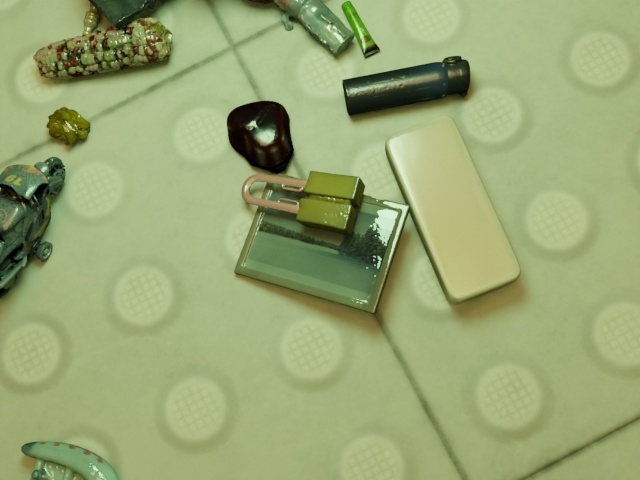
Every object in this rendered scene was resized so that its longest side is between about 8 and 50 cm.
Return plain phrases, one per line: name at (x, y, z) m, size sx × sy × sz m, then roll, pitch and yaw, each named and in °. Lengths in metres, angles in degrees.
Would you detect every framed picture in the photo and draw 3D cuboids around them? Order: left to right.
framed picture at (0.000, 0.000, 1.451) m, size 0.289 × 0.016 × 0.213 m, roll 16°, pitch 79°, yaw 21°

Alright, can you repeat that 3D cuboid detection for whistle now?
whistle at (-0.076, -0.505, 1.549) m, size 0.346 × 0.134 × 0.142 m, roll 45°, pitch 100°, yaw 4°

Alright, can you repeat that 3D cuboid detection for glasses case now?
glasses case at (0.241, -0.057, 1.444) m, size 0.144 × 0.076 × 0.336 m, roll -20°, pitch 77°, yaw 0°

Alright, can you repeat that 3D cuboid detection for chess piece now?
chess piece at (-0.474, -0.466, 1.619) m, size 0.035 × 0.035 × 0.092 m, roll 14°, pitch 83°, yaw 8°

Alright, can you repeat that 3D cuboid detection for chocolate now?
chocolate at (-0.108, -0.212, 1.499) m, size 0.125 × 0.080 × 0.149 m, roll -42°, pitch 69°, yaw -8°

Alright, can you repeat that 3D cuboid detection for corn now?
corn at (-0.435, -0.380, 1.572) m, size 0.281 × 0.092 × 0.092 m, roll -12°, pitch 77°, yaw 7°

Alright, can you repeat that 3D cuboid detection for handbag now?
handbag at (-0.366, -0.546, 1.573) m, size 0.175 × 0.088 × 0.270 m, roll 37°, pitch 69°, yaw 15°

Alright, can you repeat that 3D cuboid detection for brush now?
brush at (-0.041, -0.081, 1.455) m, size 0.234 × 0.047 × 0.103 m, roll 11°, pitch 77°, yaw 22°

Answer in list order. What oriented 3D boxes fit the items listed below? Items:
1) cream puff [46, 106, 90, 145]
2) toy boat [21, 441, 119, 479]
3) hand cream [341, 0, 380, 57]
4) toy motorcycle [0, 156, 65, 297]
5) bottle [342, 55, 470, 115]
cream puff at (-0.507, -0.231, 1.555) m, size 0.083 × 0.058 × 0.083 m, roll -22°, pitch 75°, yaw -2°
toy boat at (-0.460, 0.437, 1.398) m, size 0.208 × 0.079 × 0.134 m, roll 16°, pitch 77°, yaw 10°
hand cream at (0.078, -0.426, 1.567) m, size 0.036 × 0.023 × 0.121 m, roll -25°, pitch 81°, yaw -4°
toy motorcycle at (-0.575, -0.032, 1.461) m, size 0.108 × 0.173 × 0.307 m, roll 21°, pitch 79°, yaw 8°
bottle at (0.166, -0.301, 1.504) m, size 0.245 × 0.072 × 0.082 m, roll -9°, pitch 118°, yaw 2°
